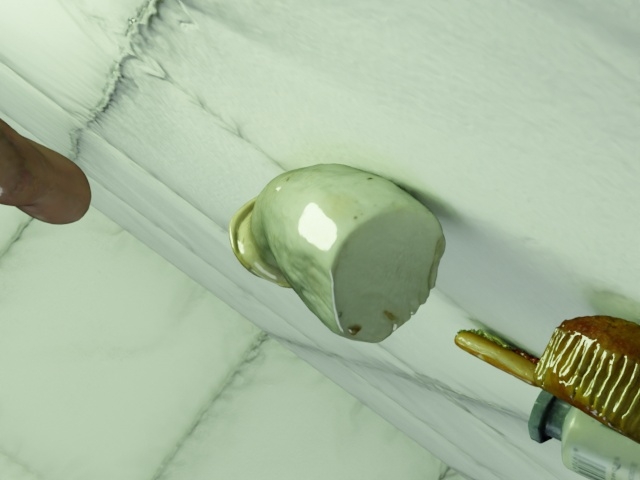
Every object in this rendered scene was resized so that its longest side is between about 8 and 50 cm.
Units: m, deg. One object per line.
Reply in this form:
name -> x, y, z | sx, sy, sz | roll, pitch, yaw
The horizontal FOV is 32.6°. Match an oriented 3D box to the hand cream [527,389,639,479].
hand cream -> 0.254, 0.156, 0.652 | 0.276, 0.059, 0.095 | 23, 164, 32

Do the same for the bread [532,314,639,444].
bread -> 0.154, 0.068, 0.554 | 0.085, 0.053, 0.085 | 28, -179, 0

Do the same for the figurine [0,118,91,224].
figurine -> -0.144, -0.117, 0.263 | 0.154, 0.193, 0.421 | 30, 175, 9

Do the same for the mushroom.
mushroom -> -0.003, -0.004, 0.673 | 0.092, 0.081, 0.223 | 60, 166, -17

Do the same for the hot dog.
hot dog -> 0.134, 0.083, 0.800 | 0.083, 0.021, 0.037 | 27, -172, 30
